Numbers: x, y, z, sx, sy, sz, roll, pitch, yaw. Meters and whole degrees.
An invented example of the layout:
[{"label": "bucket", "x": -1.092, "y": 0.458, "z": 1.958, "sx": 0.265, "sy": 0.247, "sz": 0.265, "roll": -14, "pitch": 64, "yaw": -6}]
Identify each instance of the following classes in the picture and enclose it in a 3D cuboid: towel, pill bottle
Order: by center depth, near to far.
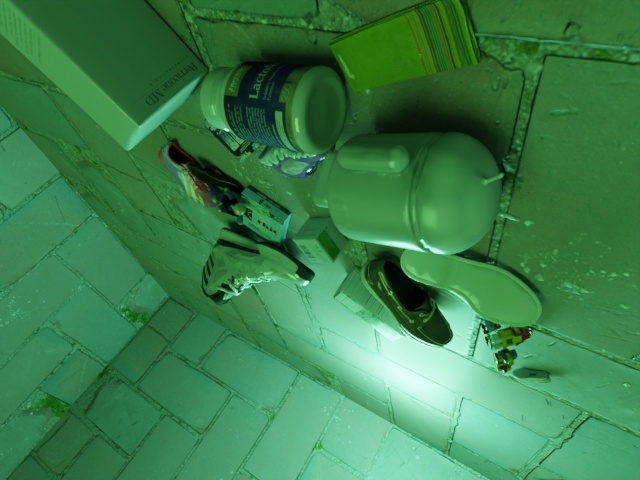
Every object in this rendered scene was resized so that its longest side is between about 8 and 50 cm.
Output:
[{"label": "towel", "x": 0.120, "y": -0.292, "z": 0.643, "sx": 0.237, "sy": 0.021, "sz": 0.102, "roll": 5, "pitch": 139, "yaw": 46}, {"label": "pill bottle", "x": -0.096, "y": -0.259, "z": 0.799, "sx": 0.264, "sy": 0.153, "sz": 0.153, "roll": 18, "pitch": 147, "yaw": 31}]

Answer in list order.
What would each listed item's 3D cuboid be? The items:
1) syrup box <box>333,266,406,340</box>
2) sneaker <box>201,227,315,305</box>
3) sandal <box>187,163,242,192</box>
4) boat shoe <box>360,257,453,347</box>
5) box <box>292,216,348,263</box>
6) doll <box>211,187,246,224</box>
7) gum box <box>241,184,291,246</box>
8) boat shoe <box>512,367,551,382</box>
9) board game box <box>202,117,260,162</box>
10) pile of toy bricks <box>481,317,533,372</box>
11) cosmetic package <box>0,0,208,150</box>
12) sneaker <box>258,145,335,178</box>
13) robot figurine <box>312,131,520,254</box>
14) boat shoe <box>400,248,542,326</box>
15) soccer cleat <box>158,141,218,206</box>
[{"label": "syrup box", "x": 0.166, "y": 0.197, "z": 1.272, "sx": 0.236, "sy": 0.096, "sz": 0.093, "roll": 35, "pitch": 155, "yaw": 1}, {"label": "sneaker", "x": -0.234, "y": 0.134, "z": 1.427, "sx": 0.447, "sy": 0.258, "sz": 0.169, "roll": 18, "pitch": 166, "yaw": 37}, {"label": "sandal", "x": -0.321, "y": -0.198, "z": 1.290, "sx": 0.179, "sy": 0.040, "sz": 0.067, "roll": 21, "pitch": 158, "yaw": -2}, {"label": "boat shoe", "x": 0.248, "y": 0.171, "z": 1.123, "sx": 0.324, "sy": 0.116, "sz": 0.096, "roll": 46, "pitch": 155, "yaw": -7}, {"label": "box", "x": 0.000, "y": 0.000, "z": 1.166, "sx": 0.102, "sy": 0.087, "sz": 0.101, "roll": -1, "pitch": 135, "yaw": 48}, {"label": "doll", "x": -0.277, "y": -0.104, "z": 1.298, "sx": 0.189, "sy": 0.046, "sz": 0.129, "roll": 14, "pitch": 131, "yaw": 56}, {"label": "gum box", "x": -0.176, "y": -0.071, "z": 1.307, "sx": 0.157, "sy": 0.041, "sz": 0.184, "roll": 34, "pitch": 152, "yaw": 5}, {"label": "boat shoe", "x": 0.581, "y": 0.376, "z": 1.146, "sx": 0.035, "sy": 0.035, "sz": 0.100, "roll": 49, "pitch": 144, "yaw": -18}, {"label": "board game box", "x": -0.198, "y": -0.277, "z": 1.005, "sx": 0.141, "sy": 0.048, "sz": 0.170, "roll": 47, "pitch": 151, "yaw": -15}, {"label": "pile of toy bricks", "x": 0.456, "y": 0.230, "z": 1.000, "sx": 0.105, "sy": 0.118, "sz": 0.212, "roll": -19, "pitch": 137, "yaw": 12}, {"label": "cosmetic package", "x": -0.498, "y": -0.449, "z": 0.885, "sx": 0.453, "sy": 0.230, "sz": 0.161, "roll": 45, "pitch": 151, "yaw": -19}, {"label": "sneaker", "x": -0.036, "y": -0.187, "z": 0.924, "sx": 0.104, "sy": 0.095, "sz": 0.236, "roll": 44, "pitch": 157, "yaw": -29}, {"label": "robot figurine", "x": 0.153, "y": -0.086, "z": 0.732, "sx": 0.353, "sy": 0.200, "sz": 0.300, "roll": 10, "pitch": 171, "yaw": 41}, {"label": "boat shoe", "x": 0.336, "y": 0.087, "z": 0.944, "sx": 0.319, "sy": 0.116, "sz": 0.099, "roll": 24, "pitch": -166, "yaw": 8}, {"label": "soccer cleat", "x": -0.413, "y": -0.206, "z": 1.334, "sx": 0.248, "sy": 0.083, "sz": 0.095, "roll": 48, "pitch": 146, "yaw": -17}]
